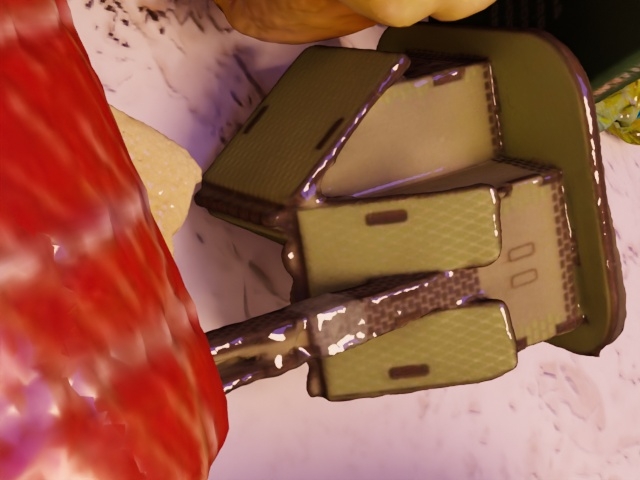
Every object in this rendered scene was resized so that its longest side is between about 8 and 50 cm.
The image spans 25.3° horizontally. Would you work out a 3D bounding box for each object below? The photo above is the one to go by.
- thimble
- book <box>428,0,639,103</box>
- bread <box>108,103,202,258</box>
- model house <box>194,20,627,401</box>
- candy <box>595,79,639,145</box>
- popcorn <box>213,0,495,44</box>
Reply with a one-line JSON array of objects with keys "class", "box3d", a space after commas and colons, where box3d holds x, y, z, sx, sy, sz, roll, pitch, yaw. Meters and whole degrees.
[{"class": "thimble", "box3d": [-0.223, 0.034, 0.496, 0.350, 0.350, 0.231, -27, 100, -44]}, {"class": "book", "box3d": [0.163, -0.208, 0.898, 0.043, 0.371, 0.260, 7, 74, -22]}, {"class": "bread", "box3d": [-0.160, -0.029, 0.750, 0.188, 0.068, 0.125, 32, 59, -33]}, {"class": "model house", "box3d": [0.000, 0.000, 0.838, 0.278, 0.218, 0.205, -20, 107, -24]}, {"class": "candy", "box3d": [0.204, -0.096, 1.113, 0.262, 0.073, 0.077, -17, 119, -42]}, {"class": "popcorn", "box3d": [-0.008, -0.263, 0.786, 0.381, 0.349, 0.349, -26, 97, -34]}]
